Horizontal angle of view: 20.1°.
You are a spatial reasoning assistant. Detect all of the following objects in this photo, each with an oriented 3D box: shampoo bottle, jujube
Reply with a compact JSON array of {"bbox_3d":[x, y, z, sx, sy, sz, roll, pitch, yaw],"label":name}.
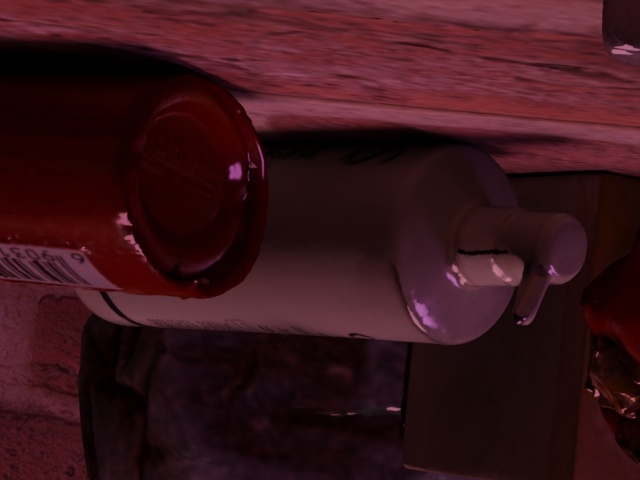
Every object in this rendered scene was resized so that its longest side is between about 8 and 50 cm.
[{"bbox_3d":[-0.179,-0.028,0.666,0.314,0.076,0.118,5,177,22],"label":"shampoo bottle"},{"bbox_3d":[0.000,0.000,0.773,0.262,0.085,0.085,1,174,43],"label":"shampoo bottle"},{"bbox_3d":[-0.009,0.109,1.189,0.308,0.246,0.215,11,169,-3],"label":"jujube"}]

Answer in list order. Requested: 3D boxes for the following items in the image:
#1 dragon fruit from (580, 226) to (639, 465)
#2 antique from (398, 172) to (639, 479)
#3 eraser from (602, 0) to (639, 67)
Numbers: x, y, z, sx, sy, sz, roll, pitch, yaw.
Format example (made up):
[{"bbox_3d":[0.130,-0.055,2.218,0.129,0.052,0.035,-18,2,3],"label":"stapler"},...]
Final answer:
[{"bbox_3d":[0.187,0.010,0.459,0.246,0.125,0.125,-15,122,37],"label":"dragon fruit"},{"bbox_3d":[0.141,0.049,0.848,0.152,0.147,0.148,9,173,-34],"label":"antique"},{"bbox_3d":[0.098,-0.044,0.399,0.019,0.027,0.099,-1,172,45],"label":"eraser"}]
